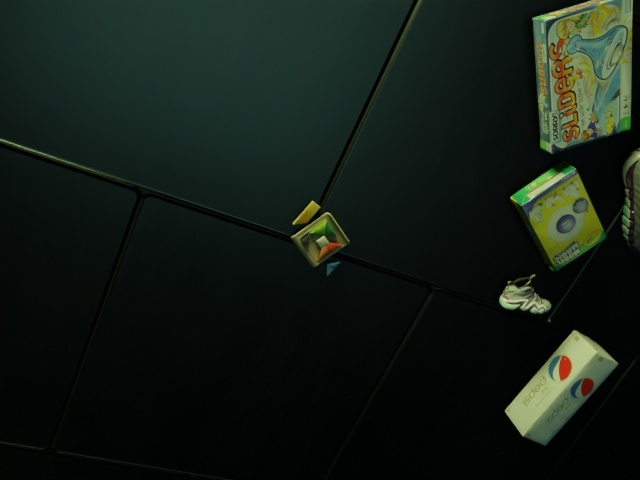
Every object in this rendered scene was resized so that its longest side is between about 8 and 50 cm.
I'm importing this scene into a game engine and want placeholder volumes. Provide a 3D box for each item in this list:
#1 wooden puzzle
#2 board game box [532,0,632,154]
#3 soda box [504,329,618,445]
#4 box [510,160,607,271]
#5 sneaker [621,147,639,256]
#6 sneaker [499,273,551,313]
[{"bbox_3d":[0.000,0.000,0.902,0.078,0.014,0.116,-39,118,8],"label":"wooden puzzle"},{"bbox_3d":[0.389,-0.243,0.861,0.136,0.035,0.201,-18,118,-4],"label":"board game box"},{"bbox_3d":[0.456,0.282,1.110,0.069,0.074,0.216,26,107,-23],"label":"soda box"},{"bbox_3d":[0.400,-0.029,0.965,0.105,0.043,0.179,-36,119,6],"label":"box"},{"bbox_3d":[0.559,-0.042,0.963,0.083,0.098,0.224,-26,118,1],"label":"sneaker"},{"bbox_3d":[0.367,0.090,1.016,0.098,0.038,0.069,5,115,-16],"label":"sneaker"}]
